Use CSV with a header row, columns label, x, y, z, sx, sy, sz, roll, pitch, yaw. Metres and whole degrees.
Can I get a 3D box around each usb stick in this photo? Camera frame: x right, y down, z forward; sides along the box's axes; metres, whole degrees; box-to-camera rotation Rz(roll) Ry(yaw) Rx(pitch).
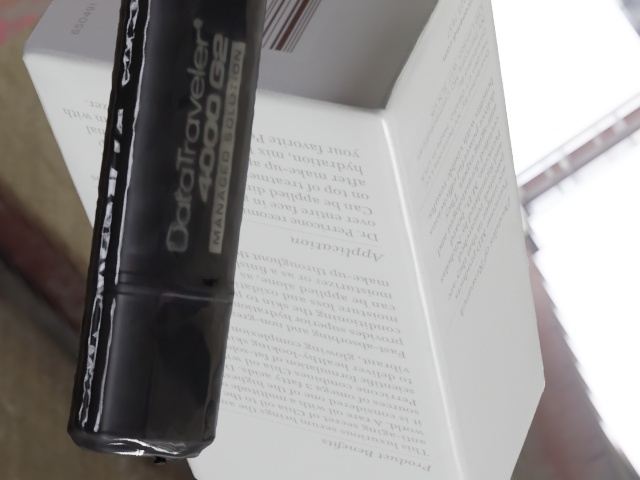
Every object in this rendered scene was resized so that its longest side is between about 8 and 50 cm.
label,x,y,z,sx,sy,sz,roll,pitch,yaw
usb stick,-0.066,-0.037,0.842,0.077,0.045,0.278,9,-93,-41

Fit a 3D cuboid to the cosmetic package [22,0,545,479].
label,x,y,z,sx,sy,sz,roll,pitch,yaw
cosmetic package,0.000,0.000,1.193,0.453,0.230,0.161,76,-147,-49
